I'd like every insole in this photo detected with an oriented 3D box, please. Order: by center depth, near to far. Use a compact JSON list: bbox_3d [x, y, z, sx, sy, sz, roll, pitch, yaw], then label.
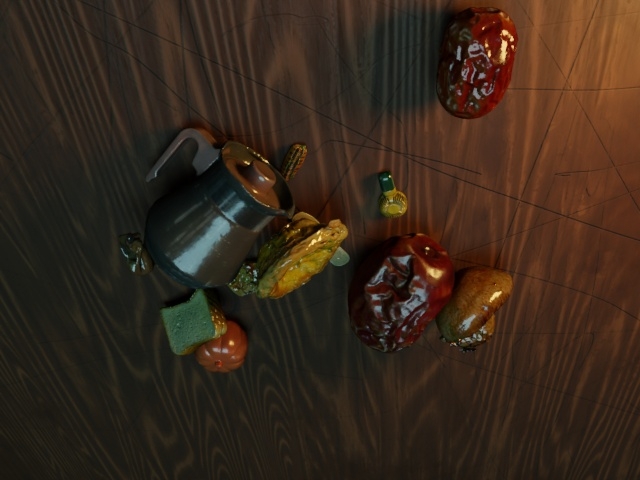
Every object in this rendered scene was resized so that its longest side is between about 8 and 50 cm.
[{"bbox_3d":[0.000,0.000,1.805,0.081,0.011,0.248,-31,123,24],"label":"insole"}]

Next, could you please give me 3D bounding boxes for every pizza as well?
[{"bbox_3d":[-0.203,0.116,1.872,0.226,0.069,0.147,-6,128,6],"label":"pizza"}]

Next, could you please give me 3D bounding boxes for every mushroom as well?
[{"bbox_3d":[0.456,0.205,1.815,0.195,0.263,0.283,22,109,12],"label":"mushroom"}]

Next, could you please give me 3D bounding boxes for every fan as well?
[{"bbox_3d":[0.196,-0.128,1.674,0.082,0.039,0.155,-13,128,13],"label":"fan"}]

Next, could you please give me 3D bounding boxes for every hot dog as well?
[{"bbox_3d":[-0.075,-0.211,1.613,0.049,0.037,0.122,20,126,-11],"label":"hot dog"}]

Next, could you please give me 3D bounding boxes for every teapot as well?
[{"bbox_3d":[-0.289,-0.097,1.585,0.362,0.305,0.376,-41,91,20],"label":"teapot"}]

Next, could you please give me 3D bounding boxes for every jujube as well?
[{"bbox_3d":[0.355,-0.404,1.356,0.174,0.174,0.250,5,126,-3],"label":"jujube"},{"bbox_3d":[0.229,0.160,1.761,0.277,0.276,0.377,23,120,-17],"label":"jujube"}]

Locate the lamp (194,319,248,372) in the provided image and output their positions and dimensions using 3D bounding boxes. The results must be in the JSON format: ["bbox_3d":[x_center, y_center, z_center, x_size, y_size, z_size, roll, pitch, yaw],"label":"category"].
[{"bbox_3d":[-0.340,0.369,2.025,0.188,0.163,0.187,-1,130,-1],"label":"lamp"}]

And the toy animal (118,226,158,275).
[{"bbox_3d":[-0.484,0.036,1.696,0.097,0.312,0.157,-14,98,13],"label":"toy animal"}]

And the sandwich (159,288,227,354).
[{"bbox_3d":[-0.417,0.262,1.938,0.215,0.186,0.065,-27,164,25],"label":"sandwich"}]

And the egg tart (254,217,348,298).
[{"bbox_3d":[-0.070,0.037,1.692,0.341,0.341,0.129,-47,71,32],"label":"egg tart"}]
